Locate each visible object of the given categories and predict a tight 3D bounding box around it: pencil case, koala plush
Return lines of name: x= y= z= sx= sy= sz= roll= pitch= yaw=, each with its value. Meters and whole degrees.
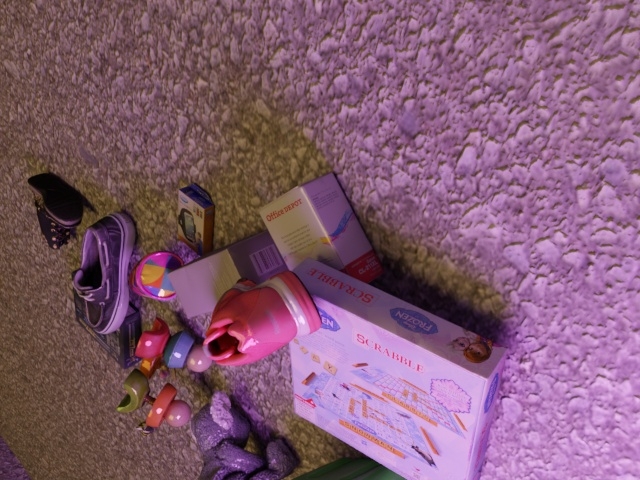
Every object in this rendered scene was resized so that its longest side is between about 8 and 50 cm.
pencil case: x=-0.327 y=0.072 z=1.404 sx=0.104 sy=0.104 sz=0.236 roll=65 pitch=164 yaw=-4
koala plush: x=-0.200 y=0.439 z=1.479 sx=0.221 sy=0.203 sz=0.196 roll=63 pitch=143 yaw=18

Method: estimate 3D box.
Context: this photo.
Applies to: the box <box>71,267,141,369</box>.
box: x=-0.557 y=0.199 z=1.817 sx=0.233 sy=0.059 sz=0.183 roll=35 pitch=133 yaw=30

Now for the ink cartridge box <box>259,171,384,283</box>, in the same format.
ink cartridge box: x=0.000 y=0.000 z=1.068 sx=0.127 sy=0.072 sz=0.175 roll=-25 pitch=93 yaw=52

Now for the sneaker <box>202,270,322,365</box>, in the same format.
sneaker: x=-0.124 y=0.123 z=1.013 sx=0.116 sy=0.136 sz=0.314 roll=61 pitch=152 yaw=1

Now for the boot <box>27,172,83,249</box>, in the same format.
boot: x=-0.655 y=-0.049 z=1.762 sx=0.236 sy=0.085 sz=0.178 roll=37 pitch=138 yaw=37

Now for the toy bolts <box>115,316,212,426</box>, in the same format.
toy bolts: x=-0.330 y=0.288 z=1.578 sx=0.158 sy=0.218 sz=0.228 roll=23 pitch=116 yaw=0

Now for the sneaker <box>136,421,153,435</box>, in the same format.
sneaker: x=-0.488 y=0.535 z=1.969 sx=0.083 sy=0.031 sz=0.035 roll=-5 pitch=121 yaw=54

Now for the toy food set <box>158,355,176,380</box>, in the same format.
toy food set: x=-0.408 y=0.307 z=1.747 sx=0.122 sy=0.019 sz=0.078 roll=26 pitch=129 yaw=37

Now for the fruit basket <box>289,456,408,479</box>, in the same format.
fruit basket: x=0.014 y=0.590 z=1.173 sx=0.283 sy=0.392 sz=0.392 roll=-20 pitch=96 yaw=51

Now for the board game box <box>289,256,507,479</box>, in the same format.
board game box: x=0.096 y=0.213 z=1.029 sx=0.319 sy=0.066 sz=0.318 roll=24 pitch=137 yaw=27

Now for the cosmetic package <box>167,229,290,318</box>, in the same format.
cosmetic package: x=-0.157 y=0.058 z=1.237 sx=0.238 sy=0.127 sz=0.107 roll=-24 pitch=93 yaw=53

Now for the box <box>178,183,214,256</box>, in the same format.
box: x=-0.242 y=-0.041 z=1.351 sx=0.081 sy=0.028 sz=0.136 roll=35 pitch=136 yaw=30

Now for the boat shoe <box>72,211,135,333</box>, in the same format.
boat shoe: x=-0.519 y=0.084 z=1.616 sx=0.121 sy=0.119 sz=0.335 roll=31 pitch=123 yaw=28
